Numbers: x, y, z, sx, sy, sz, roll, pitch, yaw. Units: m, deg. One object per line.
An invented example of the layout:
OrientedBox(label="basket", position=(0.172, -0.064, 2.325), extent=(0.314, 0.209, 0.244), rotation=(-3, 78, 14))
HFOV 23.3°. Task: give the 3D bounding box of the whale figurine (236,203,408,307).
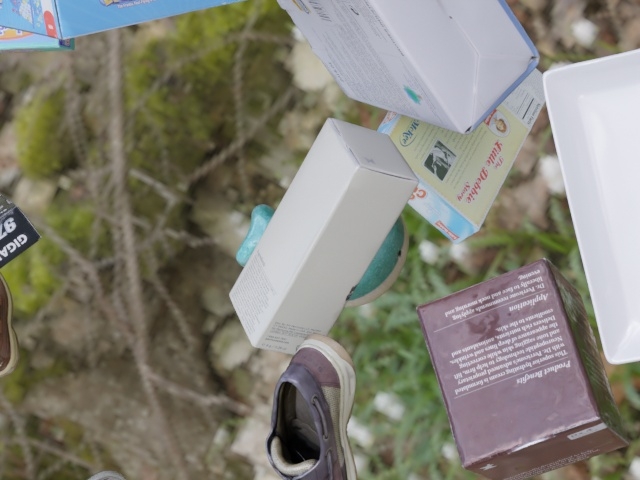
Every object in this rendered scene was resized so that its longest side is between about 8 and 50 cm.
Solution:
OrientedBox(label="whale figurine", position=(-0.009, -0.005, 2.279), extent=(0.272, 0.141, 0.216), rotation=(10, 68, 30))

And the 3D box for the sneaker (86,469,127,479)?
OrientedBox(label="sneaker", position=(-0.307, 0.362, 1.909), extent=(0.222, 0.083, 0.118), rotation=(-61, 18, 9))

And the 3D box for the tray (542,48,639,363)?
OrientedBox(label="tray", position=(0.294, -0.034, 1.362), extent=(0.145, 0.270, 0.030), rotation=(-12, 6, 21))

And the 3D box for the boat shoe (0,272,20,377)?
OrientedBox(label="boat shoe", position=(-0.462, 0.101, 2.136), extent=(0.064, 0.060, 0.178), rotation=(-29, 62, 20))

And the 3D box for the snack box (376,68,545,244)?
OrientedBox(label="snack box", position=(0.199, -0.170, 2.212), extent=(0.060, 0.187, 0.322), rotation=(-35, 19, 51))

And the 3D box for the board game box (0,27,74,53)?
OrientedBox(label="board game box", position=(-0.407, -0.355, 2.063), extent=(0.047, 0.160, 0.210), rotation=(-2, -88, -71))

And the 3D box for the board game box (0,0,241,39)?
OrientedBox(label="board game box", position=(-0.225, -0.315, 1.797), extent=(0.302, 0.308, 0.086), rotation=(19, 122, 56))

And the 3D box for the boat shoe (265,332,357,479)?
OrientedBox(label="boat shoe", position=(-0.017, 0.240, 1.799), extent=(0.103, 0.092, 0.285), rotation=(29, 133, 31))

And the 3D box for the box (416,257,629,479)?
OrientedBox(label="box", position=(0.235, 0.156, 1.800), extent=(0.169, 0.167, 0.203), rotation=(-21, 67, 15))

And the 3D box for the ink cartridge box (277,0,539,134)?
OrientedBox(label="ink cartridge box", position=(0.071, -0.309, 2.015), extent=(0.151, 0.270, 0.395), rotation=(-44, 27, -12))

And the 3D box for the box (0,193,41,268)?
OrientedBox(label="box", position=(-0.433, 0.032, 1.770), extent=(0.220, 0.051, 0.175), rotation=(-38, 18, -12))

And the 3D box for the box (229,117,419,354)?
OrientedBox(label="box", position=(0.000, 0.000, 1.851), extent=(0.275, 0.094, 0.113), rotation=(-59, 36, 26))
